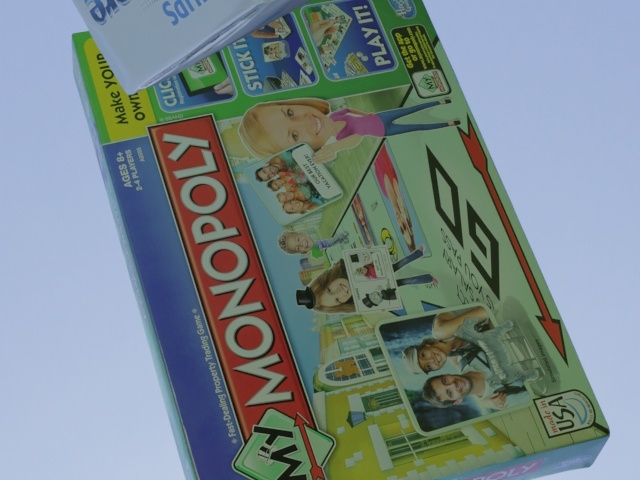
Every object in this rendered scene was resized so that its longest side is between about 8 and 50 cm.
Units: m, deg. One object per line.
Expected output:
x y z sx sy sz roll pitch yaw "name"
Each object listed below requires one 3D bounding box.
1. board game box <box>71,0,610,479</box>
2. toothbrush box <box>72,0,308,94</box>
0.000 0.000 0.792 0.213 0.046 0.317 -12 -120 -15 "board game box"
-0.041 -0.238 0.532 0.216 0.126 0.295 -32 -83 -30 "toothbrush box"
